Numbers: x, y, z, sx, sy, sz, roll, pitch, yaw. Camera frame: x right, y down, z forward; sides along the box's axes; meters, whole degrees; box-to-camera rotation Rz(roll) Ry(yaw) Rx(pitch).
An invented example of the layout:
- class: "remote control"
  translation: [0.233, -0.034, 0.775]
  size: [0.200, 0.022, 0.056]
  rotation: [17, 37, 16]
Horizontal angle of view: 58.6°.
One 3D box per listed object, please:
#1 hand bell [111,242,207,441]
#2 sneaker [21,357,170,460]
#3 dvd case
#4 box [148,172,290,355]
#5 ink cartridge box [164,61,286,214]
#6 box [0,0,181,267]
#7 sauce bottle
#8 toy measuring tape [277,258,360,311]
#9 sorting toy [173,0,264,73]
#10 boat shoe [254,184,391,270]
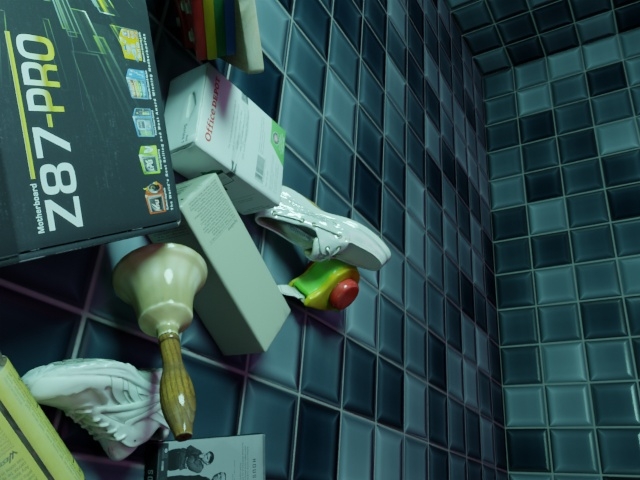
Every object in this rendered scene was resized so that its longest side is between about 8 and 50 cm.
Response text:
- class: "hand bell"
  translation: [-0.183, 0.130, 0.691]
  size: [0.126, 0.126, 0.242]
  rotation: [44, 17, -45]
- class: "sneaker"
  translation: [-0.251, 0.205, 0.687]
  size: [0.232, 0.090, 0.115]
  rotation: [28, 60, -53]
- class: "dvd case"
  translation: [-0.161, 0.382, 0.838]
  size: [0.238, 0.029, 0.179]
  rotation: [25, 59, -56]
- class: "box"
  translation: [-0.158, 0.043, 0.894]
  size: [0.275, 0.094, 0.113]
  rotation: [65, 33, -23]
- class: "ink cartridge box"
  translation: [-0.159, -0.164, 0.963]
  size: [0.219, 0.092, 0.160]
  rotation: [36, 50, -49]
- class: "box"
  translation: [-0.304, -0.181, 0.577]
  size: [0.318, 0.097, 0.395]
  rotation: [-18, 104, -60]
- class: "sauce bottle"
  translation: [-0.294, 0.258, 0.568]
  size: [0.111, 0.111, 0.344]
  rotation: [-47, 121, -55]
- class: "toy measuring tape"
  translation: [-0.010, 0.068, 1.113]
  size: [0.330, 0.121, 0.121]
  rotation: [23, 60, -55]
- class: "sorting toy"
  translation: [-0.177, -0.393, 0.861]
  size: [0.257, 0.089, 0.256]
  rotation: [-133, -148, -59]
- class: "boat shoe"
  translation: [0.000, 0.000, 1.088]
  size: [0.277, 0.098, 0.096]
  rotation: [26, 52, -5]
